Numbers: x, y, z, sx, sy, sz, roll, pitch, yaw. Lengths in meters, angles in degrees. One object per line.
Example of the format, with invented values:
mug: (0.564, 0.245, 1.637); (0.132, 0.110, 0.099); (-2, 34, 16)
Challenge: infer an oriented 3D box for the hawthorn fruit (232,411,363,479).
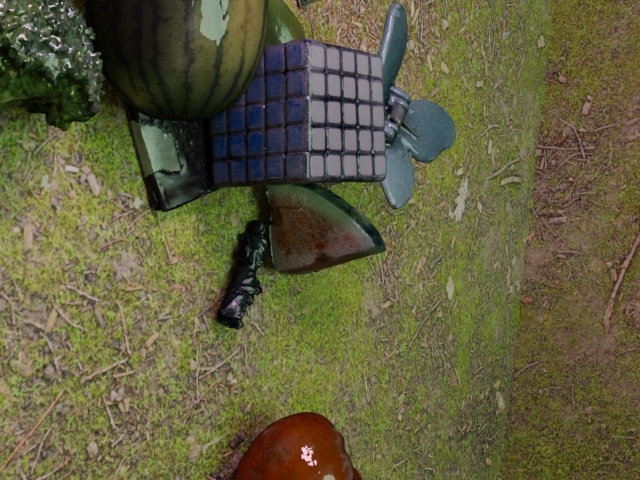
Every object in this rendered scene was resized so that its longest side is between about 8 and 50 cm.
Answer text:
hawthorn fruit: (-0.039, 0.497, 1.615); (0.284, 0.284, 0.284); (-9, 101, -55)

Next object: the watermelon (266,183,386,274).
watermelon: (0.000, 0.000, 1.663); (0.201, 0.262, 0.213); (-61, 162, 4)

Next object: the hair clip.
hair clip: (0.089, -0.261, 1.737); (0.392, 0.238, 0.318); (54, 51, -44)

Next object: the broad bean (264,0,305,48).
broad bean: (-0.116, -0.412, 1.544); (0.228, 0.100, 0.169); (-8, 93, -54)

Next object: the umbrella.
umbrella: (-0.142, 0.065, 1.587); (0.080, 0.071, 0.224); (106, -2, -67)

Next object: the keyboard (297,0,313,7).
keyboard: (-0.016, -0.548, 1.747); (0.129, 0.015, 0.049); (-42, 127, -46)

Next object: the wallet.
wallet: (-0.220, -0.194, 1.442); (0.262, 0.071, 0.220); (-31, 120, -44)

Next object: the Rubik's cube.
Rubik's cube: (-0.040, -0.217, 1.426); (0.238, 0.237, 0.236); (-8, 98, -52)

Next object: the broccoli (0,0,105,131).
broccoli: (-0.436, -0.240, 0.997); (0.375, 0.302, 0.249); (-12, 82, -83)

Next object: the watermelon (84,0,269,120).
watermelon: (-0.218, -0.364, 1.236); (0.279, 0.279, 0.359); (1, 95, -56)
